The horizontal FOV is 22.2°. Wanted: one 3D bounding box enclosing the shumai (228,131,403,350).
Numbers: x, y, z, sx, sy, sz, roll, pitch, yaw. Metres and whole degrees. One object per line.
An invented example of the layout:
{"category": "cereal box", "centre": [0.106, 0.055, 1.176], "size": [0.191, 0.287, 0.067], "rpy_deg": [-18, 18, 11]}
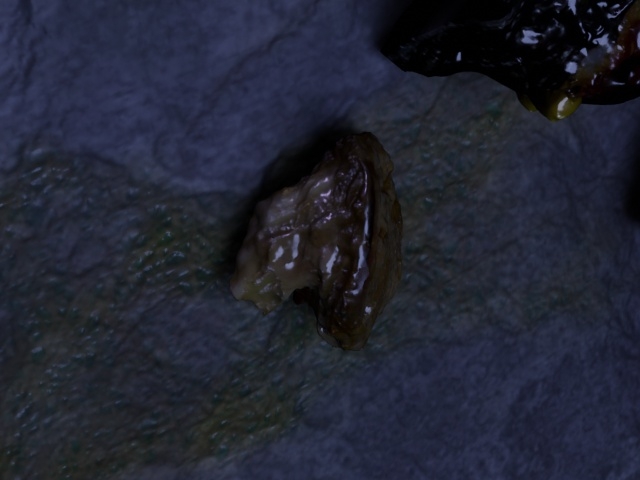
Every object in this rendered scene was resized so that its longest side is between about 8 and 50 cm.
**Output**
{"category": "shumai", "centre": [0.009, -0.007, 1.084], "size": [0.139, 0.105, 0.123], "rpy_deg": [-66, 173, 20]}

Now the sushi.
{"category": "sushi", "centre": [0.171, -0.160, 1.067], "size": [0.150, 0.153, 0.172], "rpy_deg": [37, 68, -20]}
